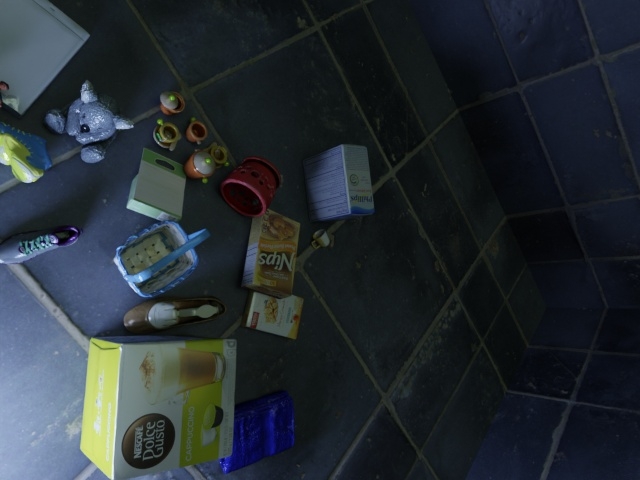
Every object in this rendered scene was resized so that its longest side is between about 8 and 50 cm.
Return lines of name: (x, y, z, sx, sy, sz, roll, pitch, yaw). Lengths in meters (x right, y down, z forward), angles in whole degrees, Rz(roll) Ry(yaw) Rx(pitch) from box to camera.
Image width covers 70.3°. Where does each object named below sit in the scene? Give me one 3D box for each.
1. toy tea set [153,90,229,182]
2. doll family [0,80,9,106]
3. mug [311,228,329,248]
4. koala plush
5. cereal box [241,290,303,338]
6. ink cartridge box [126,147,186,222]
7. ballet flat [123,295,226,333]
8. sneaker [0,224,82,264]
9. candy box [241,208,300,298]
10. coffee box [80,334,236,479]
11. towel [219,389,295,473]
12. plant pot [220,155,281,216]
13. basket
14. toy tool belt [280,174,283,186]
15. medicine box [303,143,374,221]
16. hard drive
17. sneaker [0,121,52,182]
toy tea set: (-0.454, -0.368, 1.601, 0.336, 0.124, 0.200, 51, 50, -23)
doll family: (-0.926, -0.437, 1.207, 0.111, 0.076, 0.193, -44, 120, -30)
mug: (0.002, -0.003, 1.995, 0.064, 0.078, 0.062, 55, 21, -31)
koala plush: (-0.673, -0.377, 1.368, 0.196, 0.221, 0.203, 46, 58, -25)
cereal box: (-0.185, 0.282, 1.798, 0.240, 0.047, 0.172, 23, 69, -35)
ink cartridge box: (-0.552, -0.184, 1.554, 0.171, 0.056, 0.235, 24, 45, -36)
ballet flat: (-0.467, 0.244, 1.520, 0.343, 0.124, 0.116, 1, 83, -39)
sneaker: (-0.801, 0.001, 1.292, 0.224, 0.098, 0.083, -29, 102, -39)
candy box: (-0.189, 0.052, 1.771, 0.183, 0.088, 0.316, 23, 60, -35)
coffee box: (-0.480, 0.456, 1.341, 0.335, 0.338, 0.337, 7, 79, -39)
towel: (-0.229, 0.706, 1.688, 0.308, 0.076, 0.227, -3, 85, -40)
plant pot: (-0.255, -0.212, 1.716, 0.191, 0.191, 0.174, 45, 53, -26)
basket: (-0.493, 0.050, 1.415, 0.255, 0.289, 0.201, -37, 103, -33)
toy tool belt: (-0.191, -0.247, 1.861, 0.083, 0.052, 0.051, 6, 72, -38)
medicine box: (0.073, -0.234, 1.939, 0.149, 0.264, 0.289, -6, 88, -40)
hard drive: (-0.885, -0.566, 1.331, 0.233, 0.047, 0.352, 38, 63, -30)
sneaker: (-0.873, -0.282, 1.294, 0.240, 0.091, 0.126, 57, 36, -19)
